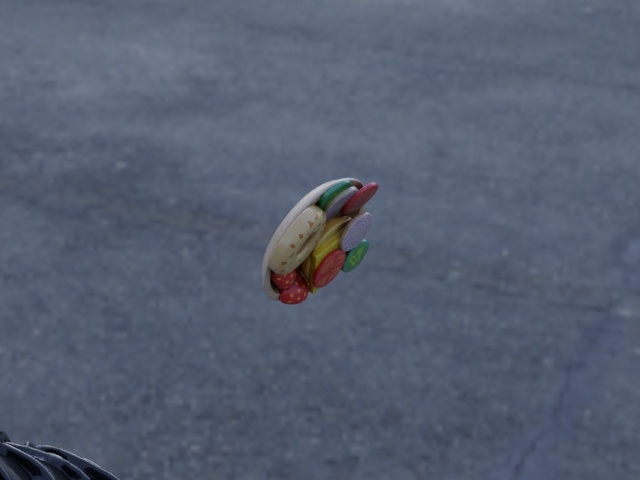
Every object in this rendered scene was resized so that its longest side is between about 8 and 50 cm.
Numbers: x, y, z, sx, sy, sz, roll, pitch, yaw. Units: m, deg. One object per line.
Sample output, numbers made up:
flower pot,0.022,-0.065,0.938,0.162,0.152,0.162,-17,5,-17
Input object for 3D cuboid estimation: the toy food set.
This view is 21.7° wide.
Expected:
toy food set,0.000,0.000,0.904,0.020,0.083,0.082,37,59,23

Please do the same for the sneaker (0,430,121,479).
sneaker,-0.109,0.096,0.493,0.130,0.286,0.109,-32,61,-24
